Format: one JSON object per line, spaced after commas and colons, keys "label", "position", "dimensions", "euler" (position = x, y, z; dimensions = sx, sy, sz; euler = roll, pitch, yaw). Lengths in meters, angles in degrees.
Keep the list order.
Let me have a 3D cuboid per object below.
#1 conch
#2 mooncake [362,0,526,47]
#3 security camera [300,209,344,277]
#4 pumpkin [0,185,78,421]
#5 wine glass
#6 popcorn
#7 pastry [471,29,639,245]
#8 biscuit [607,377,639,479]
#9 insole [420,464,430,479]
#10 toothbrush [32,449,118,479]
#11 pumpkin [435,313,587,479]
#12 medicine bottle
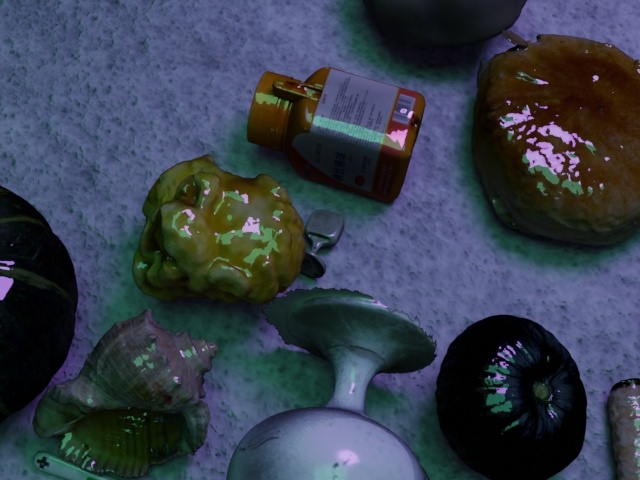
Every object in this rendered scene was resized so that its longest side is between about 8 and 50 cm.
{"label": "conch", "position": [-0.221, 0.187, 1.033], "dimensions": [0.245, 0.163, 0.178], "euler": [-25, 84, 5]}
{"label": "mooncake", "position": [0.183, -0.401, 1.289], "dimensions": [0.274, 0.135, 0.275], "euler": [-13, 49, 15]}
{"label": "security camera", "position": [0.000, 0.000, 1.190], "dimensions": [0.058, 0.058, 0.092], "euler": [27, 55, 9]}
{"label": "pumpkin", "position": [-0.443, 0.074, 1.017], "dimensions": [0.323, 0.241, 0.323], "euler": [-1, 62, 2]}
{"label": "wine glass", "position": [0.011, 0.241, 0.982], "dimensions": [0.237, 0.238, 0.323], "euler": [13, 57, 3]}
{"label": "popcorn", "position": [-0.137, 0.004, 1.092], "dimensions": [0.226, 0.200, 0.203], "euler": [43, 63, 10]}
{"label": "pastry", "position": [0.361, -0.146, 1.225], "dimensions": [0.329, 0.136, 0.330], "euler": [2, 64, -3]}
{"label": "biscuit", "position": [0.386, 0.279, 1.077], "dimensions": [0.061, 0.055, 0.219], "euler": [-1, 64, 3]}
{"label": "insole", "position": [0.118, 0.322, 1.064], "dimensions": [0.063, 0.010, 0.192], "euler": [-26, 69, -15]}
{"label": "toothbrush", "position": [-0.203, 0.310, 1.041], "dimensions": [0.303, 0.030, 0.030], "euler": [20, 66, 6]}
{"label": "pumpkin", "position": [0.227, 0.191, 1.056], "dimensions": [0.201, 0.140, 0.202], "euler": [10, 69, -27]}
{"label": "medicine bottle", "position": [0.019, -0.152, 1.199], "dimensions": [0.222, 0.149, 0.112], "euler": [16, 66, 4]}
